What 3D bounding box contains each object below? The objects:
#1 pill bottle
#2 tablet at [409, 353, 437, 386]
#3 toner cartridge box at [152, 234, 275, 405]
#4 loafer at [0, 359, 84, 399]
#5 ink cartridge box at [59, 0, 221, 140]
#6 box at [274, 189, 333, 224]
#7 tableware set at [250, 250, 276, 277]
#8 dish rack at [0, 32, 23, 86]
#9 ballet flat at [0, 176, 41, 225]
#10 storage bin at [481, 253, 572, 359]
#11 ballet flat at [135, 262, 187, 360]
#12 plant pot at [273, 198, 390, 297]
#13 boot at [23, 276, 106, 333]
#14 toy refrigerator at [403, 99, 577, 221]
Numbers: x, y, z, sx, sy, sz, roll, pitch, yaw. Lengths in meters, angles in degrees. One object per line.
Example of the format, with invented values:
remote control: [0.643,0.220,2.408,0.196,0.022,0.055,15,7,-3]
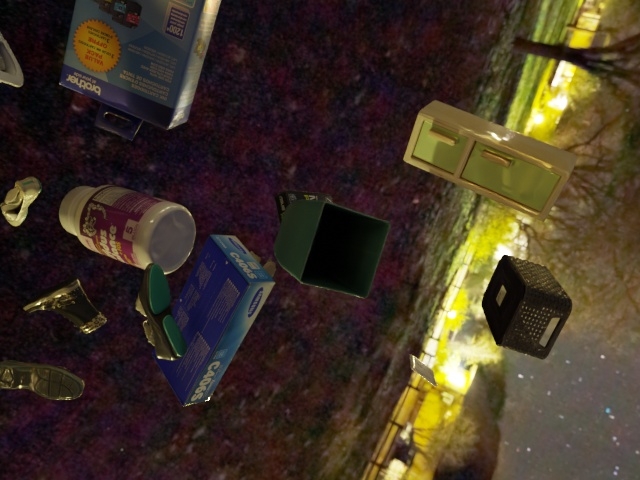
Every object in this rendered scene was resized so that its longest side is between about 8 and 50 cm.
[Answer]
pill bottle: [-0.462,-0.037,1.204,0.169,0.302,0.169,-45,143,-49]
tablet: [0.182,0.229,0.904,0.006,0.054,0.083,-54,176,7]
toner cartridge box: [-0.241,0.174,1.106,0.075,0.165,0.347,2,125,-51]
loafer: [-0.812,0.388,1.473,0.084,0.268,0.096,-116,-140,-77]
ink cartridge box: [-0.409,-0.435,1.158,0.151,0.270,0.395,-75,-173,-67]
box: [-0.028,-0.026,1.669,0.216,0.060,0.270,1,72,-45]
tableware set: [-0.199,0.115,1.501,0.168,0.020,0.141,-60,146,-12]
dish rack: [-0.578,-0.371,0.700,0.285,0.072,0.332,-105,171,-83]
ballet flat: [-0.652,-0.082,1.086,0.168,0.057,0.052,-39,174,34]
storage bin: [0.366,0.115,0.927,0.180,0.084,0.122,-73,180,-69]
ballet flat: [-0.328,0.146,1.011,0.074,0.074,0.203,-34,111,-59]
plant pot: [0.000,0.000,1.110,0.166,0.234,0.165,16,93,-29]
boot: [-0.814,0.229,1.624,0.178,0.236,0.085,59,23,-21]
toy refrigerator: [0.294,-0.144,0.903,0.094,0.270,0.102,-42,154,-47]
